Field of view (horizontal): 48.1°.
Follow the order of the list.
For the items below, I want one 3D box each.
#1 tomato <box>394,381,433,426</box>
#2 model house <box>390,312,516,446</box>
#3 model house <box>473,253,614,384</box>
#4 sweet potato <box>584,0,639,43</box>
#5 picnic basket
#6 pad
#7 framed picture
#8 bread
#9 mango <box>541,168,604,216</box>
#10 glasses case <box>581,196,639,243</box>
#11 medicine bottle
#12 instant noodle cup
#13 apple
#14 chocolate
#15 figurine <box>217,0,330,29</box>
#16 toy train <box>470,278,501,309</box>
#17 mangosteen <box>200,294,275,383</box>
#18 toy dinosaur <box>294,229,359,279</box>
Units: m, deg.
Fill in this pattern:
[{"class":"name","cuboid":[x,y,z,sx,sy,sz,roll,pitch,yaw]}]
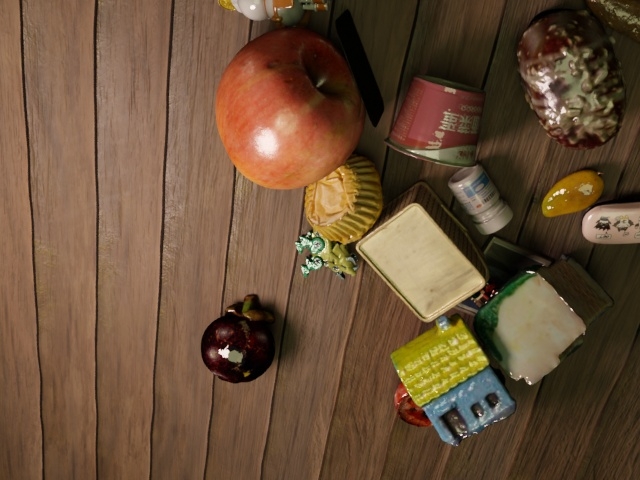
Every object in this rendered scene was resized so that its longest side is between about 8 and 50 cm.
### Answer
[{"class":"tomato","cuboid":[0.325,0.469,2.185,0.228,0.101,0.228,-6,127,-8]},{"class":"model house","cuboid":[0.351,0.356,1.957,0.237,0.215,0.303,-32,107,7]},{"class":"model house","cuboid":[0.612,0.194,1.916,0.243,0.284,0.298,53,136,20]},{"class":"sweet potato","cuboid":[0.740,-0.501,1.622,0.342,0.092,0.114,17,102,-1]},{"class":"picnic basket","cuboid":[0.277,0.032,1.926,0.228,0.175,0.313,-37,102,26]},{"class":"pad","cuboid":[0.098,-0.412,1.717,0.004,0.181,0.267,-15,113,22]},{"class":"framed picture","cuboid":[0.501,0.118,2.022,0.189,0.023,0.260,24,118,-7]},{"class":"bread","cuboid":[0.049,-0.117,1.861,0.240,0.240,0.139,-38,149,24]},{"class":"mango","cuboid":[0.651,-0.119,1.853,0.187,0.066,0.101,-34,107,31]},{"class":"glasses case","cuboid":[0.832,-0.054,1.839,0.315,0.075,0.122,-4,132,6]},{"class":"medicine bottle","cuboid":[0.416,-0.109,1.868,0.105,0.105,0.168,-31,109,22]},{"class":"instant noodle cup","cuboid":[0.287,-0.292,1.734,0.235,0.235,0.178,14,110,1]},{"class":"apple","cuboid":[-0.079,-0.302,1.713,0.364,0.364,0.363,4,118,7]},{"class":"chocolate","cuboid":[0.586,-0.357,1.654,0.225,0.210,0.340,-18,113,20]},{"class":"figurine","cuboid":[-0.113,-0.564,1.702,0.271,0.143,0.143,-9,115,11]},{"class":"toy train","cuboid":[0.457,0.148,1.979,0.087,0.050,0.138,-41,129,14]},{"class":"mangosteen","cuboid":[-0.237,0.290,2.131,0.228,0.228,0.265,15,81,1]},{"class":"toy dinosaur","cuboid":[0.000,0.000,2.003,0.153,0.094,0.259,-19,105,18]}]
